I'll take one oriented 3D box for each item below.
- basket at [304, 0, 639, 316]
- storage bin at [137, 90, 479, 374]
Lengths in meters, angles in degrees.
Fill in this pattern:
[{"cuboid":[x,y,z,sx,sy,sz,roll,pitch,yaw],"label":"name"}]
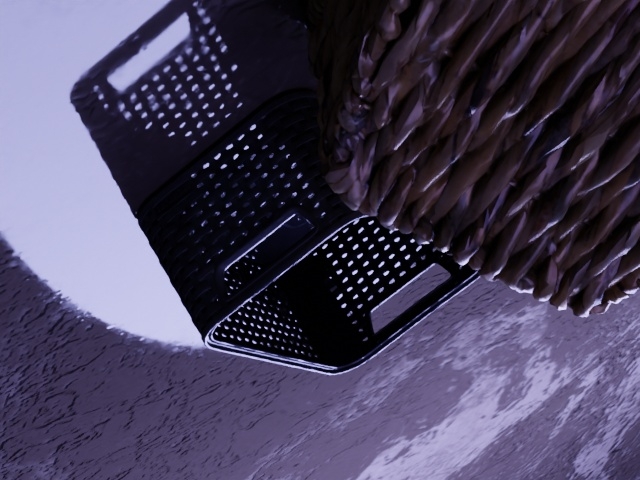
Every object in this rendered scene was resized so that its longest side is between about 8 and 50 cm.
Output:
[{"cuboid":[0.125,-0.154,0.927,0.213,0.223,0.299,25,129,-23],"label":"basket"},{"cuboid":[0.000,0.000,1.101,0.122,0.084,0.180,-38,155,17],"label":"storage bin"}]
